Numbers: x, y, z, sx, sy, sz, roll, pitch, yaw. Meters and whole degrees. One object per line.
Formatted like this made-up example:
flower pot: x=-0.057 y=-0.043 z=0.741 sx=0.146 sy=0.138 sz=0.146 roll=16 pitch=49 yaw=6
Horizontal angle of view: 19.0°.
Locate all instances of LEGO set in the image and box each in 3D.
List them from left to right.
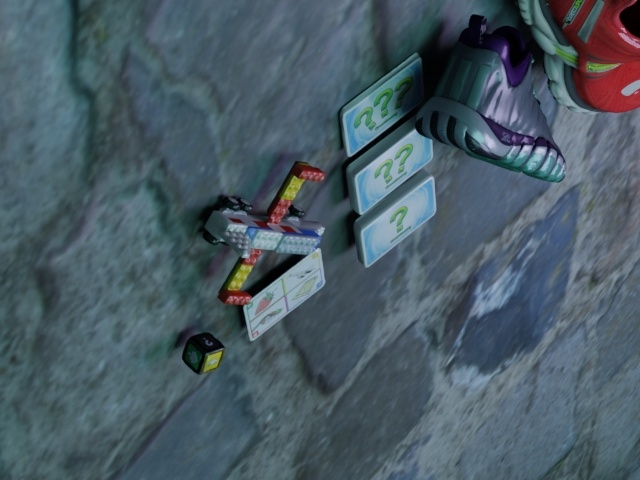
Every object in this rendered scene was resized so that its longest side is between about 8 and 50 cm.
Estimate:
LEGO set: x=0.000 y=0.000 z=1.364 sx=0.244 sy=0.060 sz=0.182 roll=-37 pitch=148 yaw=-20

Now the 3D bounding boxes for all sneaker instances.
sneaker: x=0.145 y=-0.103 z=1.419 sx=0.224 sy=0.083 sz=0.098 roll=12 pitch=98 yaw=-69
sneaker: x=0.225 y=-0.152 z=1.392 sx=0.279 sy=0.118 sz=0.107 roll=33 pitch=75 yaw=-64
